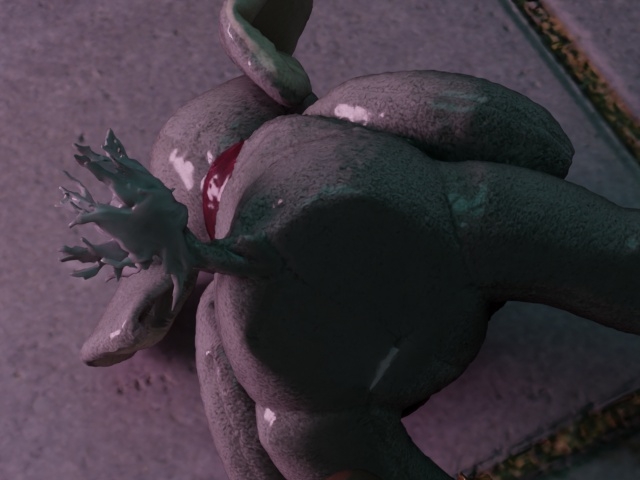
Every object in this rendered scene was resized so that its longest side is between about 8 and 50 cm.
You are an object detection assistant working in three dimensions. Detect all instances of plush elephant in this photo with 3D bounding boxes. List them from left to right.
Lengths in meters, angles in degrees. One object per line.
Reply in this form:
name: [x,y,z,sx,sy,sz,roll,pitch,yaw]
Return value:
plush elephant: [0.000,0.000,0.958,0.330,0.272,0.255,26,16,-18]

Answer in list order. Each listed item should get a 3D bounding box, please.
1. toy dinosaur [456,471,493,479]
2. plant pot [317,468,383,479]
toy dinosaur: [0.124,0.197,0.818,0.211,0.112,0.064,38,24,23]
plant pot: [-0.046,0.262,0.796,0.229,0.263,0.263,-19,57,12]
